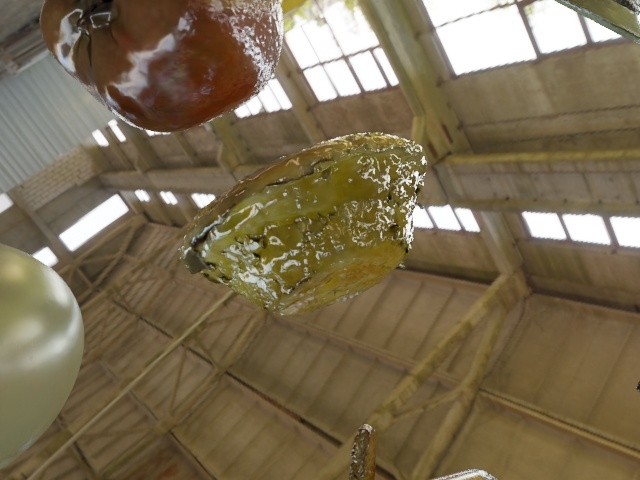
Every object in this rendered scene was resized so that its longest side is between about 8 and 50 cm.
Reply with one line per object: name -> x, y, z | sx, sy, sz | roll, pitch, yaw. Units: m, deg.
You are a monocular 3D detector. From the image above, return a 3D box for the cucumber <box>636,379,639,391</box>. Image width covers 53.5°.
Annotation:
cucumber -> 0.862, 0.251, 1.561 | 0.067, 0.067, 0.294 | 30, -79, 65

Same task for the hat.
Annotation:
hat -> 0.488, -0.442, 1.080 | 0.257, 0.257, 0.130 | -87, -158, -64

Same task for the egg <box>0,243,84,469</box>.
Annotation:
egg -> -0.334, 0.107, 0.539 | 0.269, 0.219, 0.219 | -13, -176, -44

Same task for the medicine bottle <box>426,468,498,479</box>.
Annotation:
medicine bottle -> 0.177, 0.569, 1.132 | 0.395, 0.243, 0.242 | -5, -174, -34

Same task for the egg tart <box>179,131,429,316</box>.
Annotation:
egg tart -> 0.000, 0.000, 0.763 | 0.341, 0.132, 0.341 | -22, 163, -7

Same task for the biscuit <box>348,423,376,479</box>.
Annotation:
biscuit -> 0.051, 0.344, 0.845 | 0.025, 0.206, 0.126 | 6, 176, 13

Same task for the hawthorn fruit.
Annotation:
hawthorn fruit -> -0.114, -0.198, 0.574 | 0.199, 0.199, 0.251 | -17, 180, 32
